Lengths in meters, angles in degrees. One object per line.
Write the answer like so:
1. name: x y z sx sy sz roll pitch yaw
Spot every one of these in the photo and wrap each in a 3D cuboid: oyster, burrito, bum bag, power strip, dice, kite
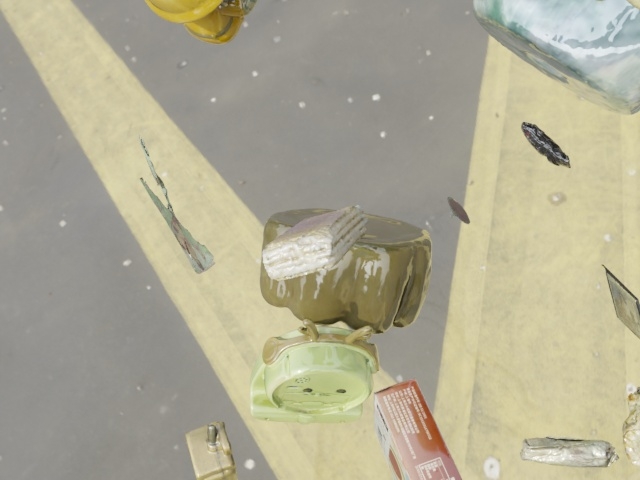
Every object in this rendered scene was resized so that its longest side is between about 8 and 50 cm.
1. oyster: 0.677 0.395 1.276 0.081 0.163 0.191 4 12 -9
2. burrito: 0.501 0.425 1.242 0.188 0.045 0.058 -1 97 15
3. bum bag: 0.419 -0.175 1.145 0.034 0.058 0.124 -43 61 12
4. power strip: -0.121 0.301 0.732 0.044 0.305 0.064 -14 48 -17
5. dice: 0.487 -0.434 1.024 0.328 0.330 0.348 39 108 19
6. kite: -0.198 -0.037 0.835 0.012 0.250 0.229 -34 48 -20

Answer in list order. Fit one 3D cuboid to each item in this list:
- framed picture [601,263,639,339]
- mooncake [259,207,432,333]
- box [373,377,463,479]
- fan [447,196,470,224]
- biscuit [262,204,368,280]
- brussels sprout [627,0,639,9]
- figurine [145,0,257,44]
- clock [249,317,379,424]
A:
1. framed picture: 0.861 0.189 1.726 0.010 0.199 0.195 -33 31 36
2. mooncake: 0.050 0.056 1.331 0.379 0.378 0.200 14 103 31
3. box: 0.265 0.609 1.602 0.122 0.344 0.385 -18 55 -7
4. fan: 0.330 -0.069 1.494 0.005 0.133 0.085 -40 85 28
5. biscuit: 0.000 0.000 0.947 0.108 0.061 0.239 -15 9 18
6. brussels sprout: 0.351 -0.316 0.468 0.268 0.344 0.344 22 64 11
7. figurine: -0.192 -0.401 0.946 0.192 0.257 0.167 23 75 16
8. clock: -0.003 0.247 1.162 0.235 0.308 0.096 6 50 -11
